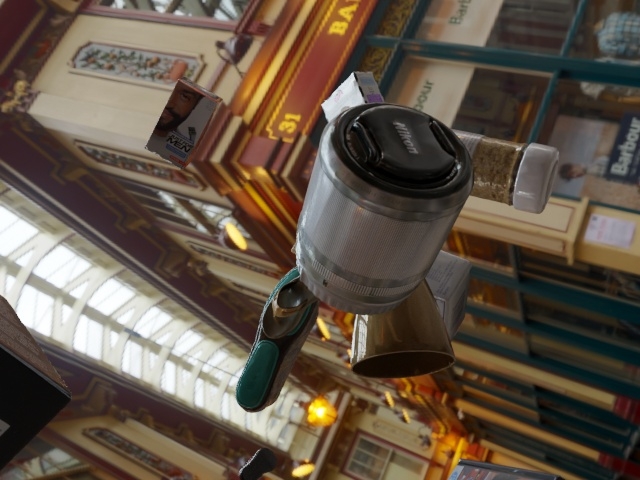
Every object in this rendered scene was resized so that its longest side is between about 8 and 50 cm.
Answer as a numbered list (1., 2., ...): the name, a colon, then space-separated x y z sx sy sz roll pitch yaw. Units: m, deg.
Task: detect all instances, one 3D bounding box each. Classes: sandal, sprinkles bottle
1. sandal: -0.177 0.623 1.763 0.040 0.067 0.179 -39 -11 24
2. sprinkles bottle: 0.250 -0.147 1.199 0.121 0.355 0.121 -42 -40 -48
3. sandal: -0.050 0.106 1.145 0.180 0.072 0.049 -44 -28 25

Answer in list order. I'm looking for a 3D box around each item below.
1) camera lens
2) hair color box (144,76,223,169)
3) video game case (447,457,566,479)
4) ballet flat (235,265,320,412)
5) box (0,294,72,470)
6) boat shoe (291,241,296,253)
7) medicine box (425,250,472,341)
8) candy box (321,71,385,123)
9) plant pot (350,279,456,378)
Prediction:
1. camera lens: 0.086 -0.047 0.955 0.219 0.219 0.274 -47 -18 -41
2. hair color box: -0.284 -0.242 1.333 0.167 0.093 0.053 -58 7 21
3. video game case: 0.160 0.375 0.750 0.248 0.035 0.275 -51 -2 -18
4. ballet flat: -0.076 0.196 1.300 0.316 0.108 0.106 -62 -27 -3
5. box: -0.618 0.207 0.985 0.293 0.395 0.212 -47 -49 -15
6. boat shoe: 0.000 0.000 1.464 0.170 0.059 0.063 -39 -13 -48
7. medicine box: 0.251 0.137 1.795 0.149 0.289 0.263 -52 -29 -30
8. candy box: 0.101 -0.317 1.696 0.070 0.165 0.196 -12 -104 -36
9. plant pot: 0.180 0.170 1.500 0.237 0.237 0.254 50 -147 -59
